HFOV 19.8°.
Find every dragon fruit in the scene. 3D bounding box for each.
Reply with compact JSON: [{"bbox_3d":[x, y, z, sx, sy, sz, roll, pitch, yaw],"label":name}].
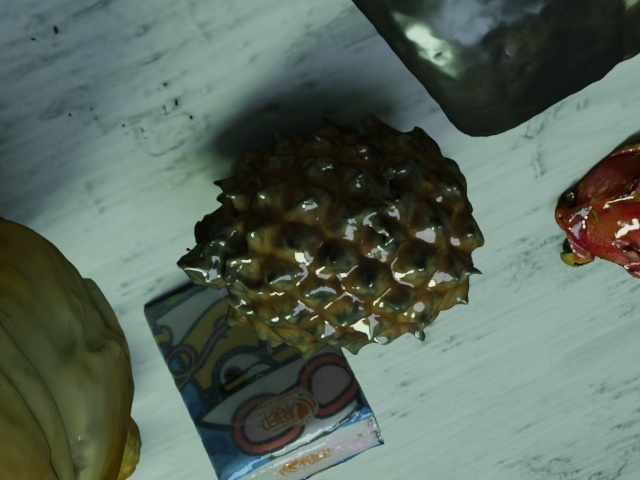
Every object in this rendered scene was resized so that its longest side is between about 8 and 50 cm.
[{"bbox_3d":[0.242,-0.019,1.388,0.126,0.068,0.112,-29,143,0],"label":"dragon fruit"}]

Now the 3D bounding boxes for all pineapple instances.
[{"bbox_3d":[0.000,0.000,1.168,0.193,0.166,0.166,-12,142,-20],"label":"pineapple"}]

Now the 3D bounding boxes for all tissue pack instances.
[{"bbox_3d":[-0.039,0.091,1.253,0.116,0.155,0.065,-26,144,-3],"label":"tissue pack"}]

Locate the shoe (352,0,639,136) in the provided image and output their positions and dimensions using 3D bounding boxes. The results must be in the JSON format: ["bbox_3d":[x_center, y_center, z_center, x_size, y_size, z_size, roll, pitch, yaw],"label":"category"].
[{"bbox_3d":[0.104,-0.207,0.963,0.237,0.171,0.384,-31,153,-5],"label":"shoe"}]

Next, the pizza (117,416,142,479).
[{"bbox_3d":[-0.226,0.153,1.281,0.194,0.069,0.154,-25,159,16],"label":"pizza"}]

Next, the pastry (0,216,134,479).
[{"bbox_3d":[-0.278,0.151,0.975,0.410,0.245,0.409,-23,-171,4],"label":"pastry"}]
